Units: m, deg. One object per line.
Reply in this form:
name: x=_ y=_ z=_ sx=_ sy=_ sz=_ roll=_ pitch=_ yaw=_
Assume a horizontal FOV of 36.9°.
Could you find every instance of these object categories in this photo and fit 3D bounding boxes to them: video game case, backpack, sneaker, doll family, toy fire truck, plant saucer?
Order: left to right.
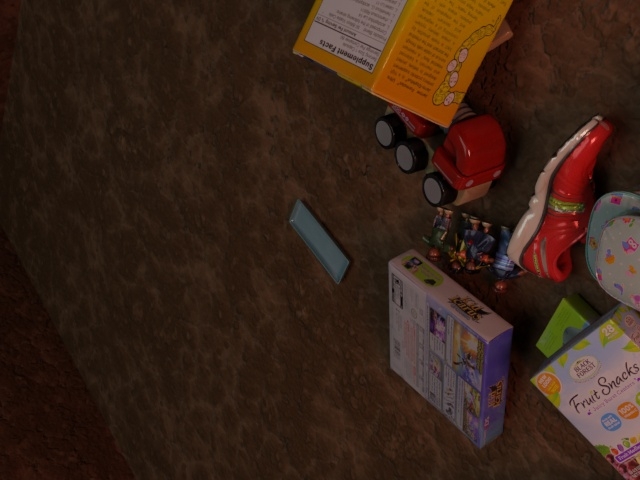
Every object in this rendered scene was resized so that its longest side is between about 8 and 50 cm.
plant saucer: x=0.000 y=0.000 z=1.957 sx=0.192 sy=0.018 sz=0.067 roll=51 pitch=136 yaw=30
video game case: x=0.215 y=0.184 z=1.633 sx=0.244 sy=0.061 sz=0.269 roll=41 pitch=148 yaw=40
toy fire truck: x=0.224 y=-0.211 z=1.518 sx=0.217 sy=0.159 sz=0.246 roll=54 pitch=148 yaw=29
doll family: x=0.253 y=0.019 z=1.581 sx=0.193 sy=0.076 sz=0.111 roll=24 pitch=104 yaw=50
sneaker: x=0.376 y=-0.057 z=1.404 sx=0.118 sy=0.107 sz=0.279 roll=33 pitch=130 yaw=21
backpack: x=0.443 y=0.011 z=1.277 sx=0.188 sy=0.144 sz=0.165 roll=30 pitch=128 yaw=48

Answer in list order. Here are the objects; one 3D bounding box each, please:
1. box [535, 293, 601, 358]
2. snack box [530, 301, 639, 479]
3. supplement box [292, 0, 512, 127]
box: x=0.415 y=0.179 z=1.444 sx=0.178 sy=0.042 sz=0.109 roll=49 pitch=135 yaw=34
snack box: x=0.430 y=0.215 z=1.347 sx=0.207 sy=0.070 sz=0.174 roll=47 pitch=131 yaw=8
supplement box: x=0.151 y=-0.379 z=1.407 sx=0.194 sy=0.195 sz=0.356 roll=36 pitch=104 yaw=42
